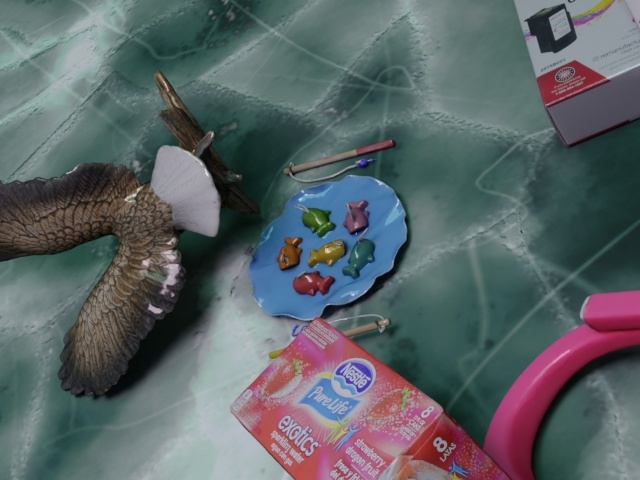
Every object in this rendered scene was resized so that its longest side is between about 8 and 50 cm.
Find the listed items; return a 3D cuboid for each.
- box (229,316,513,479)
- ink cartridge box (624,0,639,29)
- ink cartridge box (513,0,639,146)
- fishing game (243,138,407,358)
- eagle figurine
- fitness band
[{"bbox_3d":[0.042,0.178,1.155,0.122,0.128,0.257,-46,25,-6],"label":"box"},{"bbox_3d":[0.392,-0.221,1.198,0.131,0.226,0.306,-1,48,-19],"label":"ink cartridge box"},{"bbox_3d":[0.276,-0.198,1.387,0.127,0.072,0.175,-23,47,17],"label":"ink cartridge box"},{"bbox_3d":[0.000,0.000,1.435,0.189,0.041,0.264,-14,47,25],"label":"fishing game"},{"bbox_3d":[-0.219,0.001,1.474,0.298,0.225,0.226,-35,48,-7],"label":"eagle figurine"},{"bbox_3d":[0.241,0.137,1.086,0.291,0.054,0.209,-7,50,59],"label":"fitness band"}]
